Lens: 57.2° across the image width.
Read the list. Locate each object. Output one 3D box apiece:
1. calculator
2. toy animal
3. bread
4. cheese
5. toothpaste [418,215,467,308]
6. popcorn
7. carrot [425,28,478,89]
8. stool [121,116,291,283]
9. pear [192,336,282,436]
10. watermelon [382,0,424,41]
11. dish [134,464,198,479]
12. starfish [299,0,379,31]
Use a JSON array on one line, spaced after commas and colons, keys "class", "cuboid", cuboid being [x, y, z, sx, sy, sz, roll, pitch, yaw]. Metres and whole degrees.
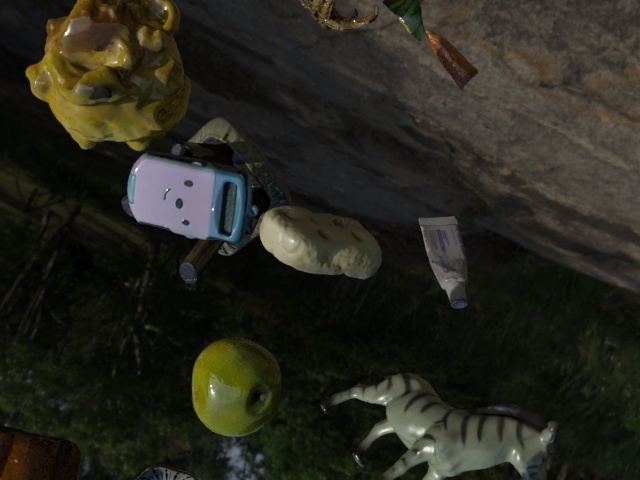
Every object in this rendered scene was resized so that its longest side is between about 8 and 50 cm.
[{"class": "calculator", "cuboid": [-0.272, -0.089, 1.249, 0.293, 0.173, 0.051, 12, -163, 7]}, {"class": "toy animal", "cuboid": [0.117, 0.195, 0.611, 0.217, 0.176, 0.073, 41, 165, 53]}, {"class": "bread", "cuboid": [-0.577, 0.426, 1.098, 0.246, 0.135, 0.232, 8, 155, 8]}, {"class": "cheese", "cuboid": [0.001, -0.002, 1.243, 0.263, 0.093, 0.159, 7, -151, -34]}, {"class": "toothpaste", "cuboid": [0.345, 0.052, 1.581, 0.099, 0.282, 0.068, 17, 141, -32]}, {"class": "popcorn", "cuboid": [-0.402, -0.319, 1.119, 0.297, 0.316, 0.281, -7, -148, -10]}, {"class": "carrot", "cuboid": [0.375, -0.541, 1.725, 0.205, 0.072, 0.072, 44, 170, -11]}, {"class": "stool", "cuboid": [-0.284, -0.103, 1.460, 0.310, 0.310, 0.226, 51, -149, -3]}, {"class": "pear", "cuboid": [-0.165, 0.262, 1.095, 0.166, 0.180, 0.216, -17, -165, -26]}, {"class": "watermelon", "cuboid": [0.208, -0.558, 1.396, 0.092, 0.075, 0.181, 33, -155, -31]}, {"class": "dish", "cuboid": [-0.356, 0.592, 1.333, 0.190, 0.191, 0.066, 25, 176, -8]}, {"class": "starfish", "cuboid": [0.024, -0.413, 1.012, 0.146, 0.074, 0.190, 39, -176, -12]}]
